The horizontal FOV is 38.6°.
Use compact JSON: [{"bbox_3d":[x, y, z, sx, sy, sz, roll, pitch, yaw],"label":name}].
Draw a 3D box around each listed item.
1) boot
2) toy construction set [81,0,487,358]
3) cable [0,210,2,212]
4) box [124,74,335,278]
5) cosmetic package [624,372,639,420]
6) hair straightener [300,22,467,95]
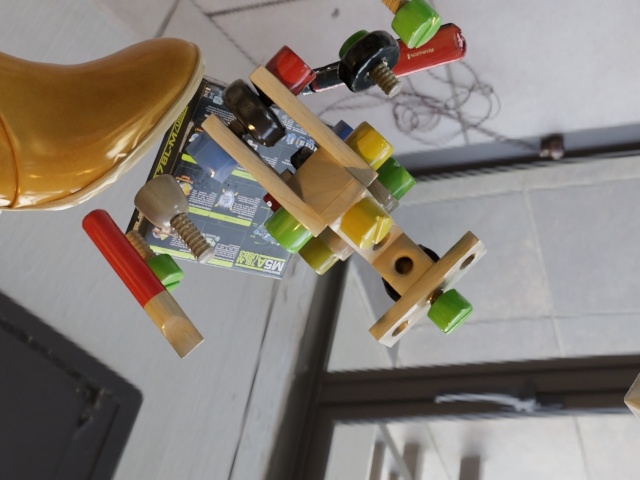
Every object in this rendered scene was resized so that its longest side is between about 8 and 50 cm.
[{"bbox_3d":[-0.223,-0.101,0.535,0.104,0.295,0.211,21,148,53],"label":"boot"},{"bbox_3d":[0.000,0.000,0.755,0.237,0.309,0.257,51,160,17],"label":"toy construction set"},{"bbox_3d":[-0.384,-0.044,1.133,0.139,0.287,0.072,-46,74,25],"label":"cable"},{"bbox_3d":[-0.086,-0.061,0.958,0.190,0.045,0.184,13,107,-41],"label":"box"},{"bbox_3d":[0.625,0.217,1.067,0.453,0.230,0.161,25,166,48],"label":"cosmetic package"},{"bbox_3d":[0.056,-0.198,1.063,0.230,0.089,0.047,-20,105,12],"label":"hair straightener"}]
